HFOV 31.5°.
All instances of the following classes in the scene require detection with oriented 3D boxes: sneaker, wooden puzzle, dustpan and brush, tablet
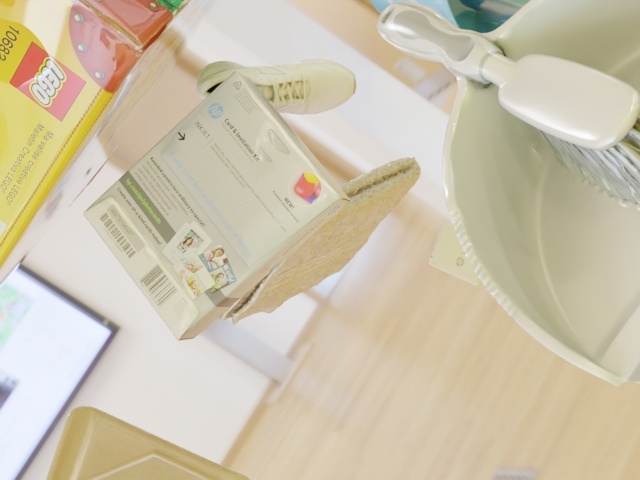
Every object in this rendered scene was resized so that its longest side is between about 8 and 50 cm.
[{"bbox_3d":[-0.042,-0.139,1.062,0.061,0.152,0.053,-90,-1,-72],"label":"sneaker"},{"bbox_3d":[-0.216,0.334,1.329,0.044,0.239,0.221,6,-76,-75],"label":"wooden puzzle"},{"bbox_3d":[0.081,-0.056,0.429,0.147,0.060,0.211,-57,27,6],"label":"dustpan and brush"},{"bbox_3d":[0.170,0.017,1.370,0.006,0.083,0.054,10,79,59],"label":"tablet"}]

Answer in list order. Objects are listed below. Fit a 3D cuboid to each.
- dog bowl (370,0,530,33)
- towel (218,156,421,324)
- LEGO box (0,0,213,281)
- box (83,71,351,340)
[{"bbox_3d":[0.125,-0.187,0.702,0.297,0.074,0.166,1,-81,-51],"label":"dog bowl"},{"bbox_3d":[0.000,0.000,1.319,0.282,0.049,0.187,-27,-18,-51],"label":"towel"},{"bbox_3d":[-0.278,-0.175,1.140,0.500,0.193,0.372,-45,11,42],"label":"LEGO box"},{"bbox_3d":[-0.091,-0.029,0.969,0.186,0.145,0.038,-42,-12,12],"label":"box"}]
